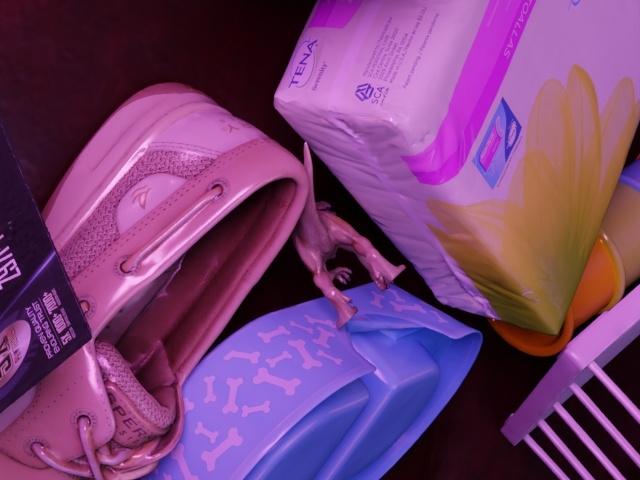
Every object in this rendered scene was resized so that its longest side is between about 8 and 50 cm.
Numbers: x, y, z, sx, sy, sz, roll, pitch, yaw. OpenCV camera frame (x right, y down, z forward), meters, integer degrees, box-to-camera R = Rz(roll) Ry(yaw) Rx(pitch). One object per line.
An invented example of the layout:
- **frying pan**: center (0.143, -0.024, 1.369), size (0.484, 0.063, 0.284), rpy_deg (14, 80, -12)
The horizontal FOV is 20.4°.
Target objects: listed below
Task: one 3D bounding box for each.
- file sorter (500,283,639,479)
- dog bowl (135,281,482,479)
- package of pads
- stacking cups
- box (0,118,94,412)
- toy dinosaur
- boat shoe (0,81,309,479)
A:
- **file sorter**: center (0.280, 0.116, 1.331), size (0.193, 0.173, 0.277), rpy_deg (-39, 169, -14)
- **dog bowl**: center (-0.008, 0.107, 1.113), size (0.166, 0.074, 0.297), rpy_deg (-56, 160, 23)
- **package of pads**: center (0.103, -0.106, 1.067), size (0.229, 0.101, 0.296), rpy_deg (-67, 149, -17)
- **stacking cups**: center (0.254, -0.019, 1.369), size (0.316, 0.096, 0.096), rpy_deg (-29, 137, -35)
- **box**: center (-0.194, -0.023, 0.780), size (0.077, 0.147, 0.180), rpy_deg (-40, 143, -22)
- **toy dinosaur**: center (0.000, 0.000, 1.040), size (0.053, 0.092, 0.183), rpy_deg (-42, 175, -3)
- **boat shoe**: center (-0.133, 0.077, 0.962), size (0.341, 0.110, 0.122), rpy_deg (-58, 145, 2)
